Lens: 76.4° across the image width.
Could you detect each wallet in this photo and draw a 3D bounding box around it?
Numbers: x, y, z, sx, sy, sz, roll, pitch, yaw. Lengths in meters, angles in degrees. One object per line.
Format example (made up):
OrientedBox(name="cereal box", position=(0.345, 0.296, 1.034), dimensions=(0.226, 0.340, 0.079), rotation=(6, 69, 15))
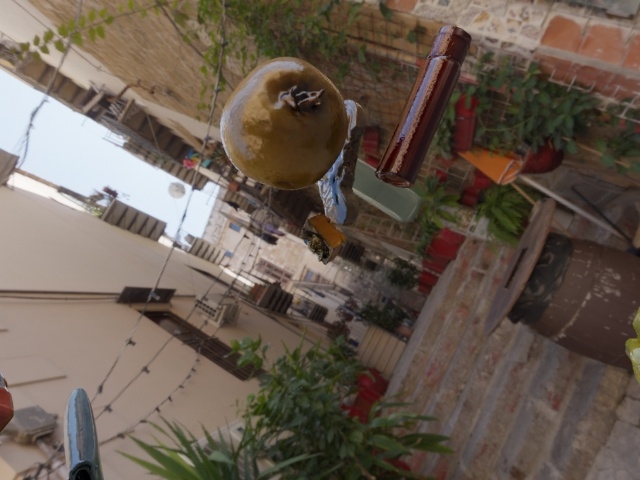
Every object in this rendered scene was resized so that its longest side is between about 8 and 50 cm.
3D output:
OrientedBox(name="wallet", position=(-0.440, 0.468, 0.782), dimensions=(0.054, 0.251, 0.289), rotation=(-12, -74, -32))

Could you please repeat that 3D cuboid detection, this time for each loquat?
OrientedBox(name="loquat", position=(-0.058, -0.185, 0.663), dimensions=(0.208, 0.208, 0.208), rotation=(-53, -22, -31))

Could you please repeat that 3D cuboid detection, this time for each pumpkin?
OrientedBox(name="pumpkin", position=(0.000, 0.000, 0.725), dimensions=(0.054, 0.074, 0.083), rotation=(-41, -11, -24))

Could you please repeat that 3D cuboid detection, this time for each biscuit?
OrientedBox(name="biscuit", position=(0.030, -0.175, 0.844), dimensions=(0.183, 0.047, 0.319), rotation=(-30, 58, 56))

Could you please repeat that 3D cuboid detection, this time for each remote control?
OrientedBox(name="remote control", position=(0.121, -0.154, 1.075), dimensions=(0.090, 0.310, 0.038), rotation=(-61, -13, 19))

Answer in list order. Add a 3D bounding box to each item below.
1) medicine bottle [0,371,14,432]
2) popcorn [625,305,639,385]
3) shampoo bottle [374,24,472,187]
OrientedBox(name="medicine bottle", position=(-0.499, 0.196, 0.451), dimensions=(0.149, 0.112, 0.222), rotation=(-51, -39, -13))
OrientedBox(name="popcorn", position=(0.410, 0.122, 0.357), dimensions=(0.265, 0.233, 0.192), rotation=(-56, -32, -21))
OrientedBox(name="shampoo bottle", position=(0.172, -0.218, 0.674), dimensions=(0.102, 0.065, 0.260), rotation=(-138, 71, -84))
